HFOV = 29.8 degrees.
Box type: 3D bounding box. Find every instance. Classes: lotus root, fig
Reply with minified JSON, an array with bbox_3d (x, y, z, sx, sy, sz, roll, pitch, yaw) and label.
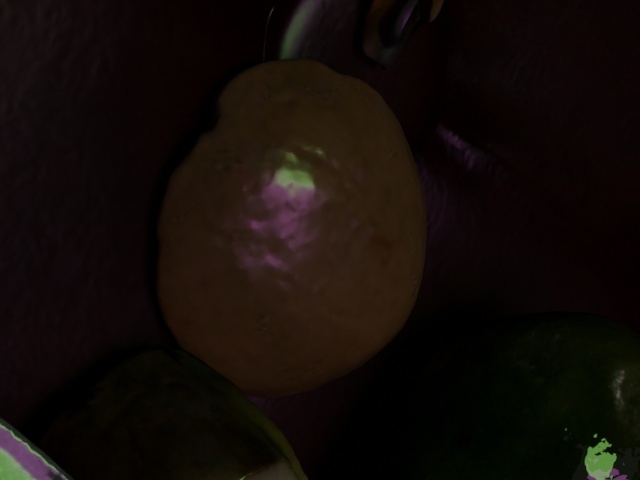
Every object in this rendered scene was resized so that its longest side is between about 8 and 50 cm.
[{"bbox_3d":[-0.084,0.186,0.625,0.138,0.119,0.235,-20,122,-37],"label":"lotus root"},{"bbox_3d":[0.121,0.154,0.757,0.245,0.195,0.195,-30,125,-37],"label":"fig"}]

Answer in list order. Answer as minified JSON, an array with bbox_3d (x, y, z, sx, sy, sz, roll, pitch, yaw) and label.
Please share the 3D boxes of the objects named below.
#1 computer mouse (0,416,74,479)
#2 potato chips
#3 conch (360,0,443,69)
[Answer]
[{"bbox_3d":[-0.243,0.124,0.454,0.389,0.115,0.199,38,58,-25],"label":"computer mouse"},{"bbox_3d":[0.000,0.001,0.672,0.195,0.062,0.208,-21,123,-34],"label":"potato chips"},{"bbox_3d":[0.084,-0.207,0.650,0.086,0.080,0.232,29,87,-38],"label":"conch"}]
